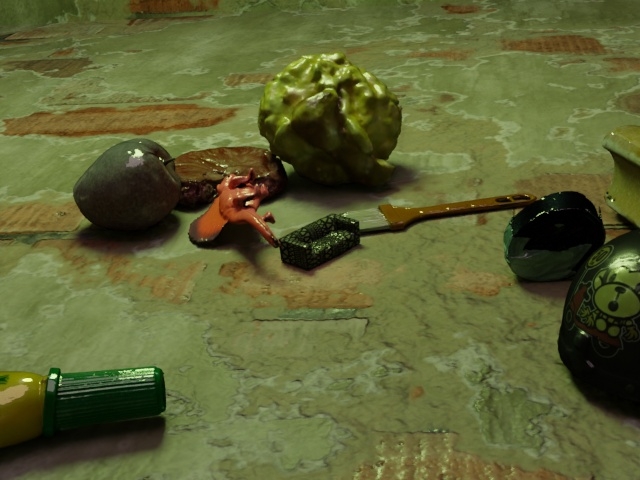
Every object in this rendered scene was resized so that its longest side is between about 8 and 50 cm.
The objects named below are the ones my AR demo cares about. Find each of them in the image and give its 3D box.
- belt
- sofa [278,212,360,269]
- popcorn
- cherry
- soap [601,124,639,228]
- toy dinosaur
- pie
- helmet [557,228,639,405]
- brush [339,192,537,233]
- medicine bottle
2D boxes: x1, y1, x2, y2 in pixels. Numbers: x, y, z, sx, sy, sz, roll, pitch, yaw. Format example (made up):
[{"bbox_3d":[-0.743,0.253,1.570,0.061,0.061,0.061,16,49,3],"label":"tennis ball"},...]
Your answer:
[{"bbox_3d":[0.308,-0.004,1.306,0.140,0.105,0.058,-26,24,17],"label":"belt"},{"bbox_3d":[0.000,0.000,1.444,0.060,0.039,0.118,19,33,41],"label":"sofa"},{"bbox_3d":[0.025,-0.193,1.686,0.237,0.206,0.251,6,40,-43],"label":"popcorn"},{"bbox_3d":[-0.303,-0.084,1.574,0.176,0.140,0.176,-30,18,11],"label":"cherry"},{"bbox_3d":[0.592,-0.073,1.355,0.293,0.156,0.335,-13,25,-11],"label":"soap"},{"bbox_3d":[-0.142,-0.030,1.498,0.139,0.070,0.286,-27,27,3],"label":"toy dinosaur"},{"bbox_3d":[-0.168,-0.114,1.712,0.218,0.054,0.204,-10,25,-11],"label":"pie"},{"bbox_3d":[0.396,0.064,1.083,0.278,0.161,0.230,-16,25,-20],"label":"helmet"},{"bbox_3d":[0.189,-0.048,1.546,0.314,0.017,0.090,-7,24,-7],"label":"brush"},{"bbox_3d":[-0.321,0.178,1.062,0.308,0.076,0.111,-7,30,-4],"label":"medicine bottle"}]
